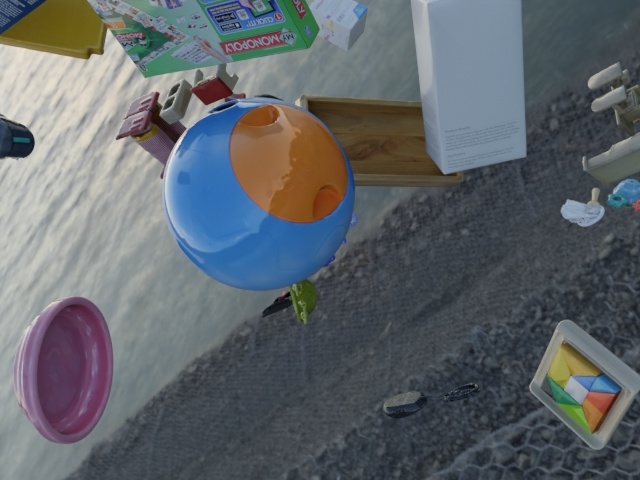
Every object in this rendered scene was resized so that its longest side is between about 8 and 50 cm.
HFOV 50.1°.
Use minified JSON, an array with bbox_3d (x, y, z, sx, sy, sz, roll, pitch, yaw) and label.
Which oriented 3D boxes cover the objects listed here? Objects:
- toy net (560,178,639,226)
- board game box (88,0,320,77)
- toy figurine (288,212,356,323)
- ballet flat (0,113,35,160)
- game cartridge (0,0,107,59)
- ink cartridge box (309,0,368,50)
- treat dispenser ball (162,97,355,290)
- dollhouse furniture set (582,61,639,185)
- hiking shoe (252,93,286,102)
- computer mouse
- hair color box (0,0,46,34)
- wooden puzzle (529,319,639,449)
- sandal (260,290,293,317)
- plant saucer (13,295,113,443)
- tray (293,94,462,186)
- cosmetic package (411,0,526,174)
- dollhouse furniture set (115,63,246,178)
[{"bbox_3d":[0.611,-0.067,1.439,0.232,0.045,0.122,-21,41,-18],"label":"toy net"},{"bbox_3d":[-0.182,-0.334,0.923,0.317,0.214,0.046,1,51,34],"label":"board game box"},{"bbox_3d":[0.000,0.000,1.653,0.191,0.217,0.363,180,73,-77],"label":"toy figurine"},{"bbox_3d":[-0.452,-0.145,0.959,0.203,0.074,0.074,16,78,47],"label":"ballet flat"},{"bbox_3d":[-0.558,-0.539,1.373,0.052,0.285,0.324,155,123,-77],"label":"game cartridge"},{"bbox_3d":[0.039,-0.597,1.838,0.092,0.143,0.090,-55,-11,-21],"label":"ink cartridge box"},{"bbox_3d":[-0.092,-0.069,1.031,0.288,0.288,0.288,-31,43,34],"label":"treat dispenser ball"},{"bbox_3d":[0.780,-0.294,1.798,0.161,0.212,0.242,-26,50,45],"label":"dollhouse furniture set"},{"bbox_3d":[-0.061,-0.280,1.809,0.113,0.304,0.132,-48,7,-4],"label":"hiking shoe"},{"bbox_3d":[0.256,0.374,1.585,0.241,0.041,0.071,-17,8,28],"label":"computer mouse"},{"bbox_3d":[-0.529,-0.475,1.155,0.347,0.105,0.174,-27,62,18],"label":"hair color box"},{"bbox_3d":[0.594,0.334,1.568,0.221,0.044,0.239,45,138,37],"label":"wooden puzzle"},{"bbox_3d":[-0.114,0.174,1.983,0.040,0.179,0.067,51,125,16],"label":"sandal"},{"bbox_3d":[-0.593,0.295,1.576,0.084,0.332,0.332,-3,57,13],"label":"plant saucer"},{"bbox_3d":[0.143,-0.237,1.673,0.076,0.410,0.203,154,113,-68],"label":"tray"},{"bbox_3d":[0.315,-0.347,1.444,0.196,0.366,0.155,-11,27,-2],"label":"cosmetic package"},{"bbox_3d":[-0.363,-0.327,1.912,0.373,0.201,0.152,-13,51,34],"label":"dollhouse furniture set"}]
